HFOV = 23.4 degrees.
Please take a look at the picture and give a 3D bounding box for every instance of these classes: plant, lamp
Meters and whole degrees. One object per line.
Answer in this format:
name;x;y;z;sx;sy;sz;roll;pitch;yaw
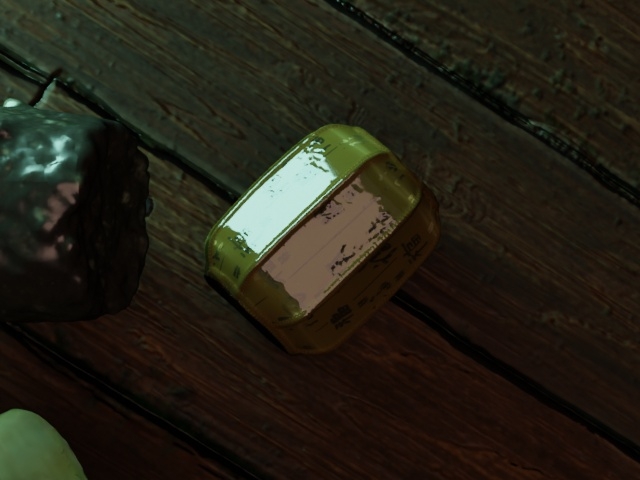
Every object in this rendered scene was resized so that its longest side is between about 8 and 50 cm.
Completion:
plant;-0.287;-0.022;1.254;0.276;0.188;0.199;2;95;10
lamp;0.000;0.000;1.316;0.161;0.161;0.185;44;85;-6

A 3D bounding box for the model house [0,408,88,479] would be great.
model house;-0.276;0.380;1.167;0.335;0.342;0.382;-19;69;-44
